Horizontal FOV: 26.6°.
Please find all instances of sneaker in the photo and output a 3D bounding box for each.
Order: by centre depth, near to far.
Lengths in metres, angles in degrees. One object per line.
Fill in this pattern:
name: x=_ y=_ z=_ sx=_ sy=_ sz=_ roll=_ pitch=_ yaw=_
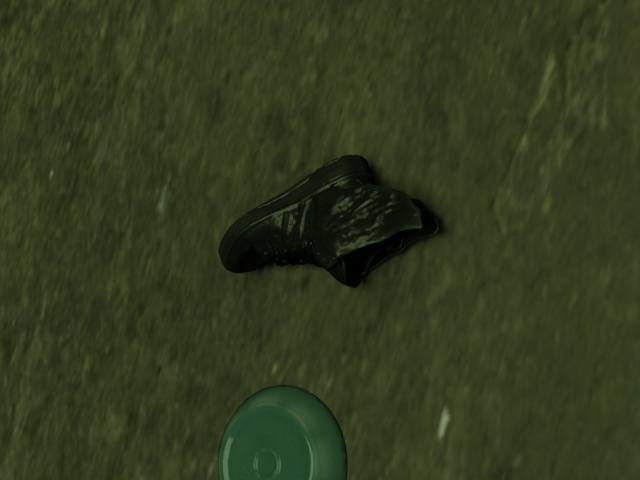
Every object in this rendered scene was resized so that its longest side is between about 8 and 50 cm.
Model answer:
sneaker: x=0.001 y=0.001 z=0.997 sx=0.170 sy=0.051 sz=0.089 roll=-34 pitch=60 yaw=22

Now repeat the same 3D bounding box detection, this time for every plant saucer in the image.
plant saucer: x=-0.036 y=0.168 z=1.015 sx=0.119 sy=0.021 sz=0.119 roll=-6 pitch=78 yaw=33
